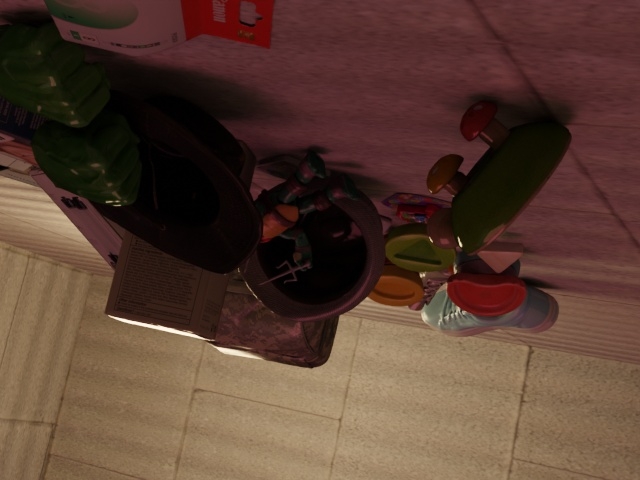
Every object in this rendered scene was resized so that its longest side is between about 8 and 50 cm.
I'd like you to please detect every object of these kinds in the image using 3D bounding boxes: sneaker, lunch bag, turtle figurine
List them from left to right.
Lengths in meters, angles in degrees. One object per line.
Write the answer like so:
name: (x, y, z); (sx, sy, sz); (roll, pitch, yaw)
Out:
lunch bag: (-0.118, 0.138, 2.209); (0.305, 0.212, 0.256); (9, 164, 18)
turtle figurine: (-0.061, -0.032, 1.597); (0.234, 0.118, 0.175); (-41, 148, 21)
sneaker: (0.234, 0.094, 2.222); (0.099, 0.121, 0.262); (14, 171, -15)
sneaker: (0.358, 0.138, 2.356); (0.366, 0.135, 0.150); (-9, 150, 44)

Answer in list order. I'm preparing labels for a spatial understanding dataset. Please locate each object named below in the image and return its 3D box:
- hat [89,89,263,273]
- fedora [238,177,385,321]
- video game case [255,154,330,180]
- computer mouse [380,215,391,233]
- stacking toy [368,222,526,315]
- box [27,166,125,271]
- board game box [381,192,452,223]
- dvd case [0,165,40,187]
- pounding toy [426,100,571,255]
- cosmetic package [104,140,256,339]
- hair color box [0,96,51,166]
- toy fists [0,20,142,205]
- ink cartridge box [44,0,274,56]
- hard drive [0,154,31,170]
hat: (-0.199, -0.109, 1.436); (0.331, 0.134, 0.331); (22, 141, 19)
fedora: (0.000, 0.000, 1.739); (0.243, 0.124, 0.275); (49, 124, -1)
video game case: (-0.051, -0.117, 1.681); (0.087, 0.011, 0.122); (17, 170, -28)
computer mouse: (0.065, -0.022, 1.993); (0.106, 0.042, 0.193); (18, 169, -27)
stacking toy: (0.246, 0.019, 1.950); (0.309, 0.130, 0.279); (8, 148, 2)
box: (-0.389, -0.048, 1.880); (0.290, 0.087, 0.169); (51, 155, -21)
board game box: (0.177, -0.042, 1.761); (0.133, 0.033, 0.169); (14, 170, -11)
dvd case: (-0.597, -0.140, 2.229); (0.180, 0.022, 0.253); (18, 170, -31)
pounding toy: (0.183, -0.084, 1.199); (0.110, 0.183, 0.237); (39, 172, -3)
cosmetic package: (-0.218, -0.010, 1.625); (0.160, 0.309, 0.113); (12, 170, 12)
hair color box: (-0.430, -0.179, 1.524); (0.347, 0.105, 0.174); (19, 169, -40)
toy fists: (-0.310, -0.155, 1.287); (0.142, 0.096, 0.279); (21, 145, 36)
ink cartridge box: (-0.164, -0.229, 1.041); (0.225, 0.056, 0.181); (15, 171, -2)
hard drive: (-0.694, -0.209, 1.872); (0.353, 0.047, 0.233); (17, 169, -24)
